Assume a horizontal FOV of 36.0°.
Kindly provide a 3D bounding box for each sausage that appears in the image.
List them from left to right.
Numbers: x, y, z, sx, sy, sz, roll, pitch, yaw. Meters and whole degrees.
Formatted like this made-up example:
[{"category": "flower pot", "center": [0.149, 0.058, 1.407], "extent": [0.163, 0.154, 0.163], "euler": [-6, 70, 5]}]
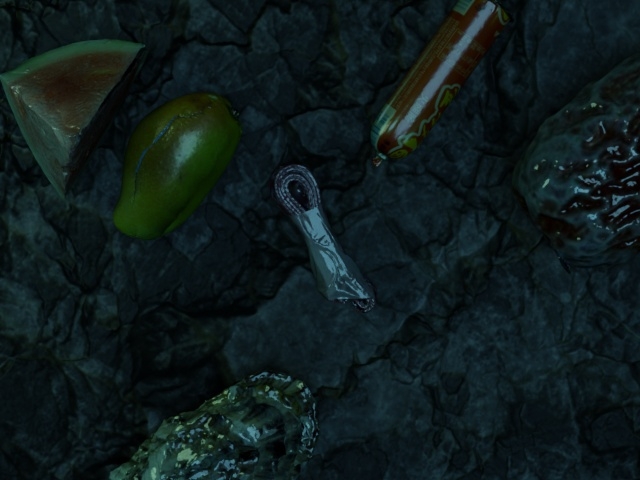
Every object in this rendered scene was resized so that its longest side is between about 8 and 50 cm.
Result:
[{"category": "sausage", "center": [0.146, -0.207, 1.297], "extent": [0.083, 0.083, 0.264], "euler": [34, 99, -10]}]

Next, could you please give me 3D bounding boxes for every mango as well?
[{"category": "mango", "center": [-0.197, -0.095, 1.279], "extent": [0.125, 0.111, 0.233], "euler": [44, 108, 3]}]

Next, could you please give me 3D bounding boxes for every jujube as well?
[{"category": "jujube", "center": [0.399, -0.103, 1.261], "extent": [0.317, 0.226, 0.226], "euler": [-41, 101, 3]}]

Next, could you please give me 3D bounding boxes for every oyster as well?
[{"category": "oyster", "center": [-0.157, 0.309, 1.351], "extent": [0.351, 0.158, 0.162], "euler": [-29, 67, -11]}]

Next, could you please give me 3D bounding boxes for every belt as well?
[{"category": "belt", "center": [0.000, 0.000, 1.338], "extent": [0.071, 0.053, 0.232], "euler": [-31, 102, -5]}]

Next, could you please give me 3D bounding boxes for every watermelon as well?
[{"category": "watermelon", "center": [-0.287, -0.156, 1.244], "extent": [0.207, 0.202, 0.136], "euler": [-32, 141, 5]}]
